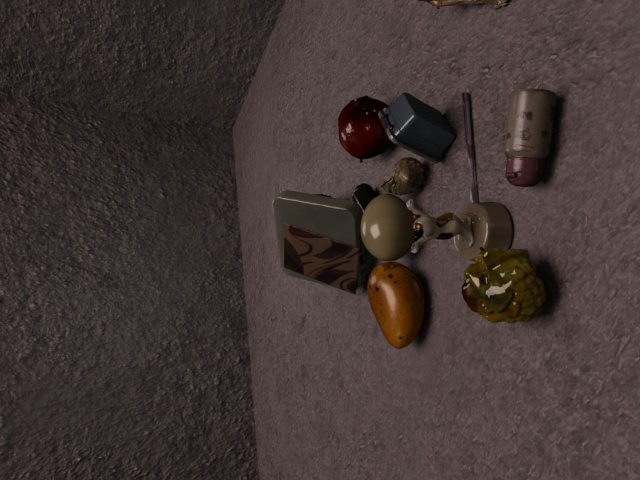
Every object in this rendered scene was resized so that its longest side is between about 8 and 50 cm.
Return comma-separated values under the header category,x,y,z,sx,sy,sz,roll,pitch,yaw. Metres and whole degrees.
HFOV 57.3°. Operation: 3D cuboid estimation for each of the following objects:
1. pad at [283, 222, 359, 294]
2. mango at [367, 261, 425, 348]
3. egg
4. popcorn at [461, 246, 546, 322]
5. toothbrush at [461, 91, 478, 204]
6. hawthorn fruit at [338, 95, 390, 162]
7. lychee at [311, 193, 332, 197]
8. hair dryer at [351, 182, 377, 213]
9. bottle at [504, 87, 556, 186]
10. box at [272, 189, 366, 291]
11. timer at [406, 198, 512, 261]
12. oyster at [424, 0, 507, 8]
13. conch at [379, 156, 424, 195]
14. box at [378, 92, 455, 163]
category,x,y,z,sx,sy,sz,roll,pitch,yaw
pad,-0.003,0.071,2.250,0.330,0.004,0.220,19,127,24
mango,0.252,0.204,1.905,0.191,0.160,0.290,-33,59,51
egg,0.227,-0.046,1.969,0.186,0.186,0.241,127,151,-51
popcorn,0.453,0.107,1.443,0.218,0.169,0.189,-12,80,55
toothbrush,0.439,-0.272,1.732,0.029,0.024,0.353,141,130,-70
hawthorn fruit,0.160,-0.398,2.188,0.266,0.210,0.230,105,155,-50
lychee,-0.009,-0.078,2.463,0.267,0.268,0.267,-175,90,-67
hair dryer,0.175,-0.062,2.250,0.197,0.089,0.251,-114,28,-45
bottle,0.514,-0.249,1.449,0.110,0.110,0.233,-170,84,-67
box,0.000,0.000,2.267,0.373,0.090,0.367,12,124,27
timer,0.354,-0.031,1.570,0.175,0.266,0.175,-174,90,-67
oyster,0.404,-0.733,1.716,0.345,0.129,0.078,26,103,48
conch,0.267,-0.219,1.974,0.207,0.155,0.130,-100,-2,-73
box,0.301,-0.350,1.830,0.130,0.227,0.162,-49,40,32
